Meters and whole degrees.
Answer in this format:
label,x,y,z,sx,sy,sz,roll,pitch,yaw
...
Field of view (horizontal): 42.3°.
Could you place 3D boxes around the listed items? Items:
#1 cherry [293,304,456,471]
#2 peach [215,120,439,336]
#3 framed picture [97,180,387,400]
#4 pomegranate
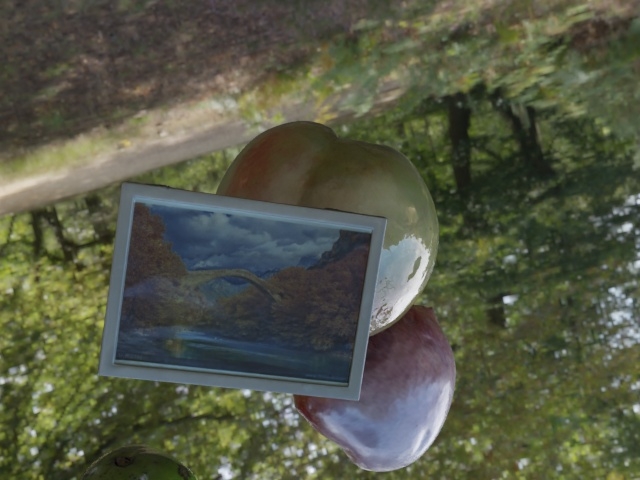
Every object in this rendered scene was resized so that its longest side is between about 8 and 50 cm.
label,x,y,z,sx,sy,sz,roll,pitch,yaw
cherry,0.089,0.200,1.178,0.239,0.239,0.206,-15,-167,3
peach,-0.001,0.000,1.038,0.292,0.292,0.247,-16,171,-13
framed picture,-0.070,0.050,0.773,0.250,0.184,0.016,8,-174,-10
pomegranate,-0.294,0.456,1.339,0.214,0.247,0.214,-2,-158,1
